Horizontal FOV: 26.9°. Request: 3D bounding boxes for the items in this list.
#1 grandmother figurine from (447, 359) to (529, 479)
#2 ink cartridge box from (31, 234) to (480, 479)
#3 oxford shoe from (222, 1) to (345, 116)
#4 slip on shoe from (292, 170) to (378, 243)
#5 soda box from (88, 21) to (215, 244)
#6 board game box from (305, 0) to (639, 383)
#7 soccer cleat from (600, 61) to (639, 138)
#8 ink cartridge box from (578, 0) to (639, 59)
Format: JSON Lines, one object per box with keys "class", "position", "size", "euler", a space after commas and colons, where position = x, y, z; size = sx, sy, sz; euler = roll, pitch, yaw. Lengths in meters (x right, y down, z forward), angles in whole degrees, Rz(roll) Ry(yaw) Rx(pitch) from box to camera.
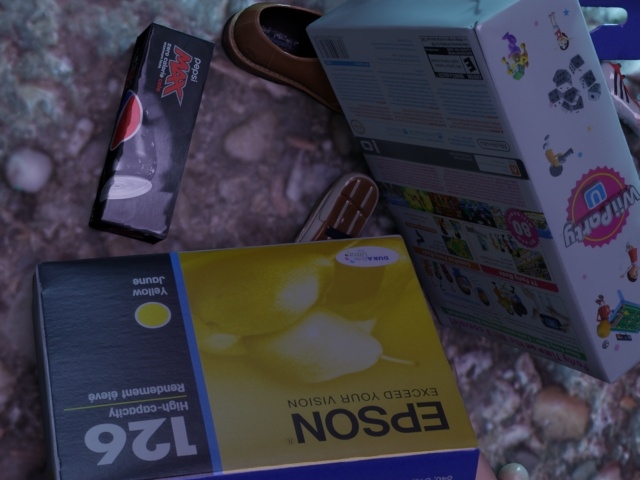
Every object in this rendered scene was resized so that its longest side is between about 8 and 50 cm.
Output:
{"class": "grandmother figurine", "position": [0.157, 0.277, 1.119], "size": [0.342, 0.104, 0.208], "euler": [54, 49, -18]}
{"class": "ink cartridge box", "position": [-0.048, 0.128, 0.980], "size": [0.303, 0.072, 0.307], "euler": [-4, 43, -15]}
{"class": "oxford shoe", "position": [0.026, -0.151, 1.141], "size": [0.212, 0.076, 0.076], "euler": [13, 79, -21]}
{"class": "slip on shoe", "position": [0.000, 0.000, 1.137], "size": [0.051, 0.041, 0.135], "euler": [27, 95, -23]}
{"class": "soda box", "position": [-0.137, -0.086, 1.084], "size": [0.060, 0.053, 0.169], "euler": [16, 79, -19]}
{"class": "board game box", "position": [0.138, -0.055, 1.057], "size": [0.097, 0.224, 0.303], "euler": [-34, 115, -22]}
{"class": "soccer cleat", "position": [0.281, -0.129, 1.263], "size": [0.035, 0.029, 0.083], "euler": [-29, 93, -12]}
{"class": "ink cartridge box", "position": [0.271, -0.308, 1.172], "size": [0.324, 0.071, 0.330], "euler": [-3, 113, -20]}
